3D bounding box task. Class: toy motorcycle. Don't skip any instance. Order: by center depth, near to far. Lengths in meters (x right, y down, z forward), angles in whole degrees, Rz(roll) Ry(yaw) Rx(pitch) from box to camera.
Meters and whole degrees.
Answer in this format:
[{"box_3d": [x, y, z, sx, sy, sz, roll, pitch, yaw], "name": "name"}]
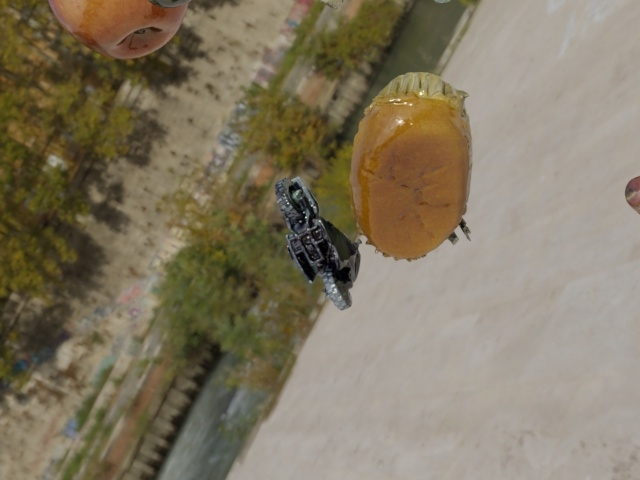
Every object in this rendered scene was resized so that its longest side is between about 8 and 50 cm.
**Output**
[{"box_3d": [0.000, 0.000, 1.725, 0.106, 0.270, 0.159, -26, 2, 21], "name": "toy motorcycle"}]

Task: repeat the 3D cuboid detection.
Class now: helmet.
[{"box_3d": [0.573, -0.092, 1.629, 0.065, 0.049, 0.084, -54, 7, 49], "name": "helmet"}]

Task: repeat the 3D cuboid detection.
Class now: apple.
[{"box_3d": [-0.365, -0.452, 1.671, 0.272, 0.251, 0.206, 62, -167, -84], "name": "apple"}]

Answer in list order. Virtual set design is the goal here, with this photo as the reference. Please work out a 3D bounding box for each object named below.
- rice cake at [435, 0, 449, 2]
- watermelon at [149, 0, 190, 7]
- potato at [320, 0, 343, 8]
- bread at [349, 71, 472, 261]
[{"box_3d": [0.234, -0.532, 1.705, 0.033, 0.029, 0.171, 8, 96, 55], "name": "rice cake"}, {"box_3d": [-0.246, -0.417, 1.483, 0.110, 0.078, 0.078, -35, -16, -51], "name": "watermelon"}, {"box_3d": [0.007, -0.565, 1.972, 0.086, 0.122, 0.061, -58, 10, 31], "name": "potato"}, {"box_3d": [0.173, -0.128, 1.747, 0.183, 0.236, 0.389, -71, -20, -48], "name": "bread"}]
